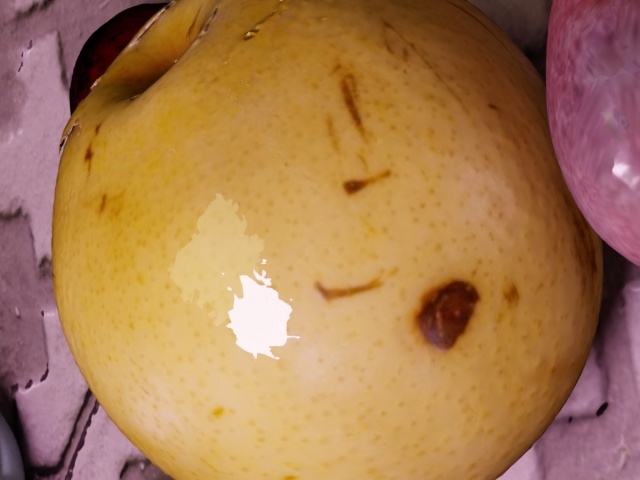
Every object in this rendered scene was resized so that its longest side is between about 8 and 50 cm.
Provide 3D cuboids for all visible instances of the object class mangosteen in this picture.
[{"bbox_3d":[-0.110,-0.104,1.352,0.152,0.152,0.152,4,96,46],"label":"mangosteen"}]

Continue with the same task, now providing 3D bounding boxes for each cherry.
[{"bbox_3d":[0.231,-0.100,0.960,0.239,0.206,0.239,-56,21,34],"label":"cherry"}]

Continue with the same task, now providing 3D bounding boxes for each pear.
[{"bbox_3d":[0.000,0.000,1.100,0.348,0.348,0.348,4,96,46],"label":"pear"}]

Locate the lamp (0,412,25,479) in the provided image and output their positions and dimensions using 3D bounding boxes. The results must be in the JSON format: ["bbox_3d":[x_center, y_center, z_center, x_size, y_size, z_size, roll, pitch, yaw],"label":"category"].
[{"bbox_3d":[-0.361,0.212,1.631,0.284,0.147,0.209,44,121,26],"label":"lamp"}]
